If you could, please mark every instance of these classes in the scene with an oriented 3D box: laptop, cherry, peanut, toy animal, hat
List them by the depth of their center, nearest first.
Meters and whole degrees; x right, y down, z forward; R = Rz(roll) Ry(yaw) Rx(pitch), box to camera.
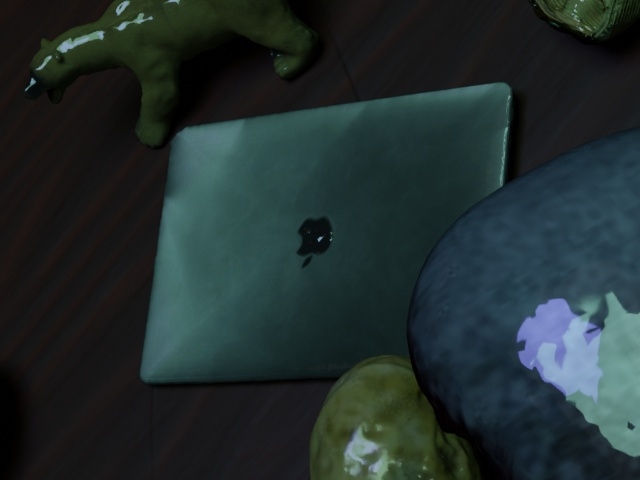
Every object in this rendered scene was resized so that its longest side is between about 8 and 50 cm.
[{"bbox_3d":[0.175,0.065,0.917,0.296,0.218,0.255,-36,50,0],"label":"cherry"},{"bbox_3d":[0.038,0.177,1.039,0.103,0.098,0.229,152,126,-62],"label":"peanut"},{"bbox_3d":[0.172,-0.160,1.114,0.077,0.059,0.076,41,130,48],"label":"hat"},{"bbox_3d":[0.000,0.000,1.190,0.269,0.015,0.188,-5,68,33],"label":"laptop"},{"bbox_3d":[-0.096,-0.148,1.265,0.218,0.101,0.103,-25,60,24],"label":"toy animal"}]
